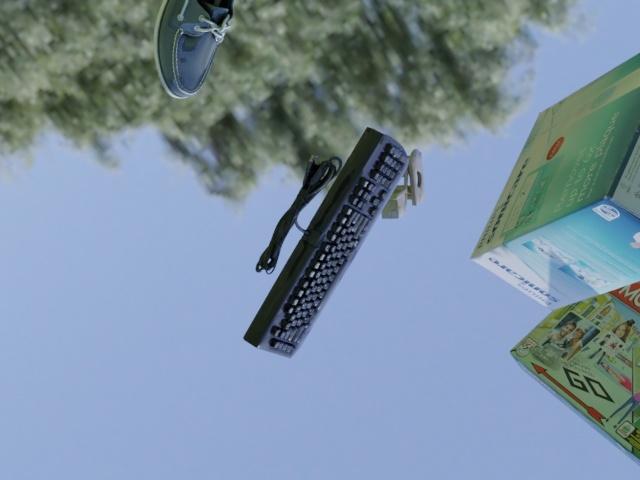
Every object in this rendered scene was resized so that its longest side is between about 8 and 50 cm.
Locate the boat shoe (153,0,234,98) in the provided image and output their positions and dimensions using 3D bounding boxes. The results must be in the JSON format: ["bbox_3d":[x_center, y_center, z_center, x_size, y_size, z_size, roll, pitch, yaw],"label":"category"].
[{"bbox_3d":[-0.206,-0.398,2.480,0.099,0.116,0.319,23,-76,47],"label":"boat shoe"}]

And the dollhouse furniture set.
[{"bbox_3d":[0.081,-0.106,2.646,0.182,0.101,0.161,0,-165,23],"label":"dollhouse furniture set"}]

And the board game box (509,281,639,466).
[{"bbox_3d":[0.408,0.152,1.798,0.213,0.046,0.317,-43,-144,-5],"label":"board game box"}]

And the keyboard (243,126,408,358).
[{"bbox_3d":[0.000,0.000,1.816,0.033,0.201,0.317,31,-88,33],"label":"keyboard"}]

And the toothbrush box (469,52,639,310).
[{"bbox_3d":[0.313,-0.066,1.535,0.216,0.126,0.295,-62,-169,-20],"label":"toothbrush box"}]
